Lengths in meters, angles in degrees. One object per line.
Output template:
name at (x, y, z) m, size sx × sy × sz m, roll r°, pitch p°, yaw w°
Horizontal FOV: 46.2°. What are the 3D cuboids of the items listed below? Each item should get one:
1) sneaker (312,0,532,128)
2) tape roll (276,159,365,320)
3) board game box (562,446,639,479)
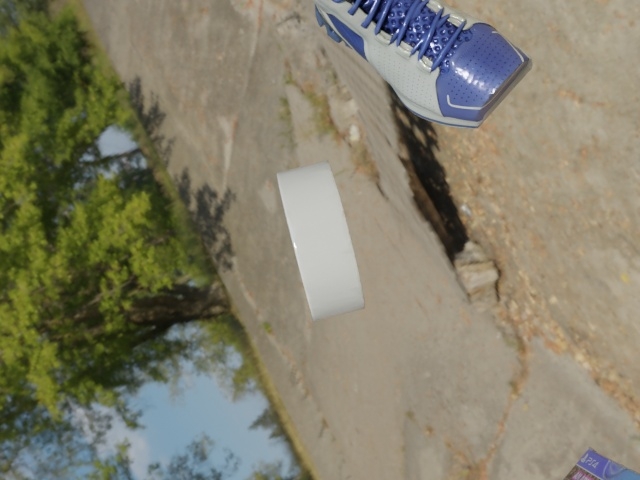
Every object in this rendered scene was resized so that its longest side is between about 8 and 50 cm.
sneaker at (0.076, -0.260, 0.868) m, size 0.315 × 0.127 × 0.182 m, roll 41°, pitch -174°, yaw 25°
tape roll at (0.000, 0.000, 1.378) m, size 0.286 × 0.100 × 0.286 m, roll 165°, pitch 90°, yaw -89°
board game box at (0.279, 0.388, 0.786) m, size 0.141 × 0.291 × 0.232 m, roll 41°, pitch 177°, yaw 7°
